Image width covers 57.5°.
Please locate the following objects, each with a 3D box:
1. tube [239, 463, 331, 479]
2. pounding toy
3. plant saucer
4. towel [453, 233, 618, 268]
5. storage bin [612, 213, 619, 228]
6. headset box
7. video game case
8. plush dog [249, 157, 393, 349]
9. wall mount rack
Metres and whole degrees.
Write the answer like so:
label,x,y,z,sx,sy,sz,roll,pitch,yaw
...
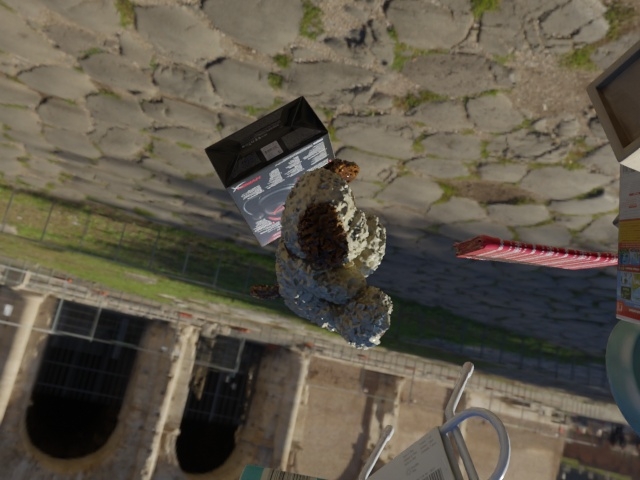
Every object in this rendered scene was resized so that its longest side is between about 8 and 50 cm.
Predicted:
label,x,y,z,sx,sy,sz,roll,pitch,yaw
tube,0.039,0.209,0.422,0.207,0.080,0.052,10,125,5
pounding toy,0.363,-0.156,0.587,0.100,0.141,0.130,15,142,-24
plant saucer,0.787,0.315,1.323,0.318,0.317,0.044,16,153,-17
towel,0.417,0.024,1.143,0.275,0.031,0.199,6,174,-2
storage bin,0.694,-0.037,1.227,0.135,0.098,0.091,40,172,5
headset box,-0.078,-0.123,1.199,0.218,0.110,0.293,-30,154,-4
video game case,0.519,-0.007,0.912,0.025,0.285,0.204,2,180,4
plush dog,0.000,0.000,0.844,0.211,0.262,0.225,3,126,1
wall mount rack,0.160,0.343,0.874,0.130,0.304,0.350,28,120,-28
